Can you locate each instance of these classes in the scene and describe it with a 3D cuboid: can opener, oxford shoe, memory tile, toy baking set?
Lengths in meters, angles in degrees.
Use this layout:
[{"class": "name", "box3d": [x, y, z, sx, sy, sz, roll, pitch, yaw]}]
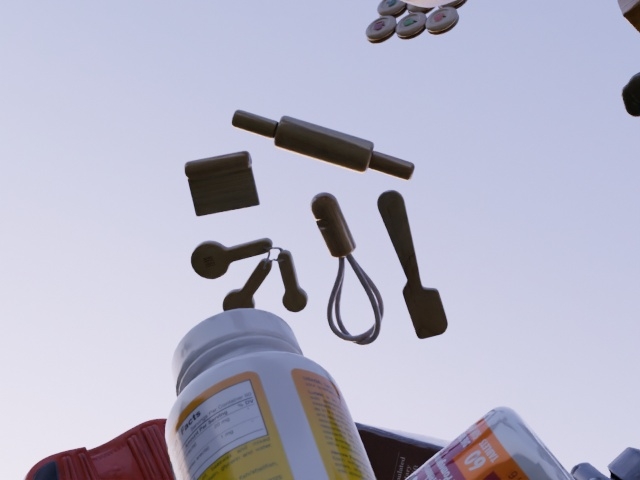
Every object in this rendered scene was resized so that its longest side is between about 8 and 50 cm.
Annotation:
[{"class": "can opener", "box3d": [0.230, 0.200, 0.966, 0.059, 0.186, 0.073, 28, -84, -6]}, {"class": "oxford shoe", "box3d": [-0.211, 0.261, 1.411, 0.098, 0.271, 0.096, -47, -123, 43]}, {"class": "memory tile", "box3d": [0.115, -0.270, 1.403, 0.113, 0.148, 0.012, -1, -41, 35]}, {"class": "toy baking set", "box3d": [0.000, -0.007, 1.148, 0.256, 0.030, 0.196, 13, -67, 2]}]

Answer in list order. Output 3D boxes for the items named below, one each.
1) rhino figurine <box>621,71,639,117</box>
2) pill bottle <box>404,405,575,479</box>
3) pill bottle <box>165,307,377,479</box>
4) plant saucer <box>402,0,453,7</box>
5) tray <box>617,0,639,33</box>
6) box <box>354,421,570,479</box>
[{"class": "rhino figurine", "box3d": [0.211, -0.099, 0.689, 0.073, 0.106, 0.243, 19, -51, 33]}, {"class": "pill bottle", "box3d": [0.054, 0.202, 0.711, 0.221, 0.121, 0.121, -40, -71, 3]}, {"class": "pill bottle", "box3d": [-0.034, 0.166, 0.926, 0.136, 0.245, 0.136, -10, -49, -12]}, {"class": "plant saucer", "box3d": [0.037, -0.223, 0.978, 0.168, 0.168, 0.029, 32, -66, -3]}, {"class": "tray", "box3d": [0.443, -0.240, 0.948, 0.203, 0.076, 0.411, 37, -57, -28]}, {"class": "box", "box3d": [0.128, 0.280, 1.237, 0.203, 0.168, 0.167, 9, -6, 45]}]
